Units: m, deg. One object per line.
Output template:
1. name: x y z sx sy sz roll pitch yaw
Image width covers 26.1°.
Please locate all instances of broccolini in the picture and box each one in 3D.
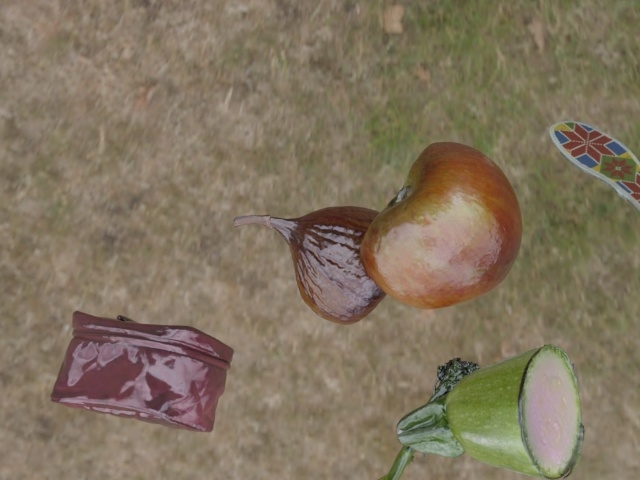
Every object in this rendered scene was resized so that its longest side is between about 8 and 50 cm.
1. broccolini: 0.129 0.256 1.643 0.062 0.271 0.123 33 160 -7

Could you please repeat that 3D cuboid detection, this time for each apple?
1. apple: 0.138 -0.014 1.533 0.160 0.195 0.173 20 156 33

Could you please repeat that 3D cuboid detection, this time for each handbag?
1. handbag: -0.228 0.166 1.773 0.225 0.135 0.146 3 164 36

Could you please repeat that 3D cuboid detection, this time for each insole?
1. insole: 0.312 -0.073 1.447 0.065 0.193 0.006 -23 138 -23

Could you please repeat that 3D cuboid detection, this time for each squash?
1. squash: 0.129 0.139 1.096 0.132 0.105 0.105 -8 125 37

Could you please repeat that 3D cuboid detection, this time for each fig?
1. fig: 0.000 0.000 1.679 0.201 0.146 0.134 36 153 -4
